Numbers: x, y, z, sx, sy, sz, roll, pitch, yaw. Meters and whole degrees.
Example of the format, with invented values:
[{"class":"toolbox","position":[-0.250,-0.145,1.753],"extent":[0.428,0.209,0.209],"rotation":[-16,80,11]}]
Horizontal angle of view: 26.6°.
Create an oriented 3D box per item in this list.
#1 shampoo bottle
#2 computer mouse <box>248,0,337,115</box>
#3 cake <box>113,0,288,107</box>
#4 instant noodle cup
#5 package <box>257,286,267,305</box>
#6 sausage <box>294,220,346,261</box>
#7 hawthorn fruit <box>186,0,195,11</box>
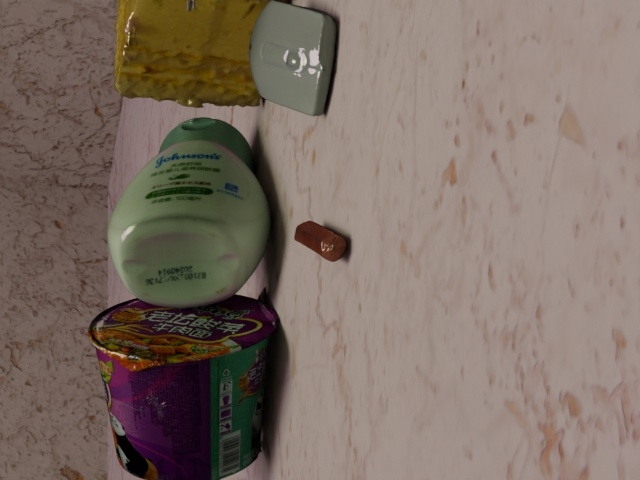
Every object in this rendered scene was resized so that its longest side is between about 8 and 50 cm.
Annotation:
[{"class":"shampoo bottle","position":[-0.174,-0.054,1.907],"extent":[0.350,0.221,0.151],"rotation":[-84,-13,-61]},{"class":"computer mouse","position":[-0.039,-0.229,1.668],"extent":[0.231,0.079,0.128],"rotation":[-141,54,-69]},{"class":"cake","position":[-0.169,-0.362,1.921],"extent":[0.286,0.222,0.228],"rotation":[112,157,-48]},{"class":"instant noodle cup","position":[-0.177,0.196,1.788],"extent":[0.251,0.251,0.190],"rotation":[-126,33,-69]},{"class":"package","position":[-0.090,0.109,1.882],"extent":[0.110,0.015,0.037],"rotation":[114,161,-50]},{"class":"sausage","position":[0.000,-0.001,1.511],"extent":[0.030,0.035,0.147],"rotation":[-65,17,2]},{"class":"hawthorn fruit","position":[-0.116,-0.429,1.700],"extent":[0.211,0.211,0.299],"rotation":[-143,73,-74]}]
